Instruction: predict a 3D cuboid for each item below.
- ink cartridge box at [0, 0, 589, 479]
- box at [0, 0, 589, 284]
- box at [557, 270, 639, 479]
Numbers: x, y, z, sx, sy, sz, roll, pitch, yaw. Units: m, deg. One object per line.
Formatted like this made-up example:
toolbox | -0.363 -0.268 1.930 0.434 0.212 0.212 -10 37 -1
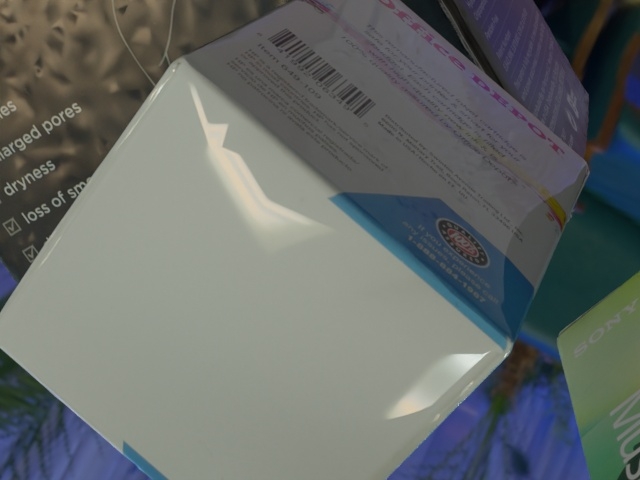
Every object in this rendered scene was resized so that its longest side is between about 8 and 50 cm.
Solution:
ink cartridge box | 0.000 0.000 0.701 0.198 0.197 0.270 41 -152 1
box | -0.087 -0.168 1.110 0.479 0.297 0.472 -26 108 24
box | 0.189 0.170 0.390 0.232 0.058 0.322 39 -158 -20
